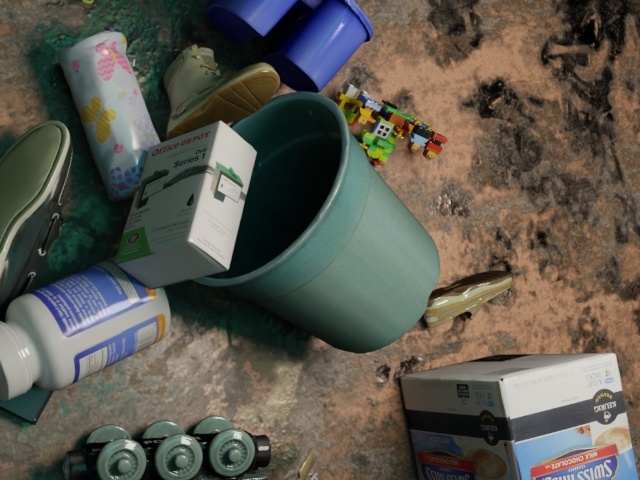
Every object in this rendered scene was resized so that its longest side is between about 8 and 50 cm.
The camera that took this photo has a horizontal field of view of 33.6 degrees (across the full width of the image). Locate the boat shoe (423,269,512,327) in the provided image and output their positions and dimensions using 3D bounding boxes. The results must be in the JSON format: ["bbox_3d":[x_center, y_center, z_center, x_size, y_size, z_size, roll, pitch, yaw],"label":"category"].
[{"bbox_3d":[0.271,0.111,1.960,0.190,0.068,0.072,-17,103,-15],"label":"boat shoe"}]

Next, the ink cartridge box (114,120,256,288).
[{"bbox_3d":[-0.198,-0.053,1.581,0.092,0.160,0.219,40,47,-39],"label":"ink cartridge box"}]

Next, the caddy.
[{"bbox_3d":[-0.045,-0.379,1.740,0.241,0.341,0.179,40,87,-15],"label":"caddy"}]

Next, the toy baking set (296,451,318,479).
[{"bbox_3d":[-0.060,0.474,1.718,0.197,0.030,0.256,-32,131,-52],"label":"toy baking set"}]

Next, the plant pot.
[{"bbox_3d":[0.000,0.000,1.689,0.334,0.341,0.341,41,68,-39],"label":"plant pot"}]

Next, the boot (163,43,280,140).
[{"bbox_3d":[-0.167,-0.260,1.715,0.077,0.213,0.165,38,30,-44],"label":"boot"}]

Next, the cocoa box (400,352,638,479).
[{"bbox_3d":[0.326,0.321,1.796,0.231,0.347,0.228,-9,88,-24],"label":"cocoa box"}]

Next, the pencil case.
[{"bbox_3d":[-0.326,-0.198,1.704,0.124,0.113,0.273,-20,92,-68],"label":"pencil case"}]

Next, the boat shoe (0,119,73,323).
[{"bbox_3d":[-0.456,-0.016,1.630,0.113,0.127,0.340,44,60,-56],"label":"boat shoe"}]

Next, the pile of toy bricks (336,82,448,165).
[{"bbox_3d":[0.118,-0.186,1.912,0.212,0.118,0.105,21,108,-29],"label":"pile of toy bricks"}]

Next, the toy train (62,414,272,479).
[{"bbox_3d":[-0.235,0.385,1.665,0.334,0.142,0.190,-1,94,-24],"label":"toy train"}]

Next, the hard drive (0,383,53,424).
[{"bbox_3d":[-0.452,0.205,1.646,0.094,0.022,0.135,32,72,-17],"label":"hard drive"}]

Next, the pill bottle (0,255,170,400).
[{"bbox_3d":[-0.375,0.133,1.595,0.272,0.152,0.152,-25,94,-35],"label":"pill bottle"}]

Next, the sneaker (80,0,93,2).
[{"bbox_3d":[-0.340,-0.490,1.766,0.235,0.084,0.097,-54,129,-19],"label":"sneaker"}]
